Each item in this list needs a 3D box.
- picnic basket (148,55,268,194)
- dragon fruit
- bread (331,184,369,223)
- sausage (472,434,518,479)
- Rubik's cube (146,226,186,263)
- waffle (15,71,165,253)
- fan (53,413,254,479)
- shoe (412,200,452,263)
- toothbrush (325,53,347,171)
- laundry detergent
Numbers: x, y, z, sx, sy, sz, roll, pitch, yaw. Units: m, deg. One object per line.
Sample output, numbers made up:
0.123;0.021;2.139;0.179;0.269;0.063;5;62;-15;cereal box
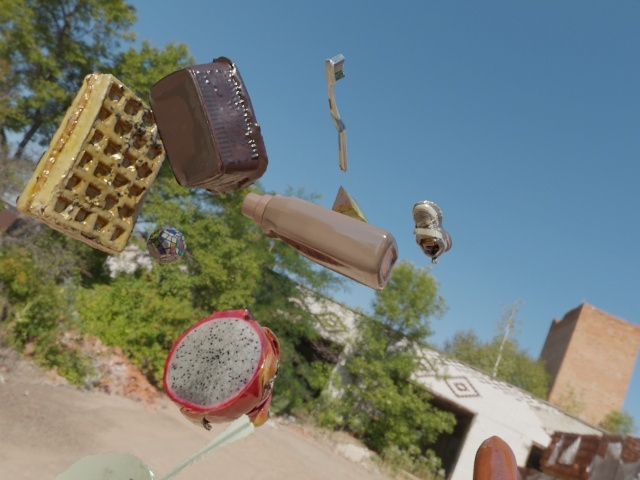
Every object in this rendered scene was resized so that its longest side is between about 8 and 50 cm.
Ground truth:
-0.257;-0.246;1.103;0.223;0.296;0.129;-14;7;31;picnic basket
-0.228;0.348;1.281;0.306;0.305;0.225;18;-31;31;dragon fruit
0.086;-0.093;1.282;0.084;0.139;0.074;-24;-58;38;bread
0.272;0.400;0.773;0.077;0.194;0.077;12;-45;12;sausage
-0.446;0.014;1.441;0.111;0.111;0.093;31;-11;-13;Rubik's cube
-0.526;-0.183;1.198;0.114;0.375;0.261;11;-16;29;waffle
-0.291;0.415;0.813;0.233;0.415;0.012;51;-10;21;fan
0.302;-0.020;1.397;0.089;0.092;0.180;-10;-61;37;shoe
0.037;-0.255;1.089;0.040;0.040;0.386;23;-21;14;toothbrush
0.000;0.000;0.767;0.237;0.076;0.171;21;-13;19;laundry detergent
